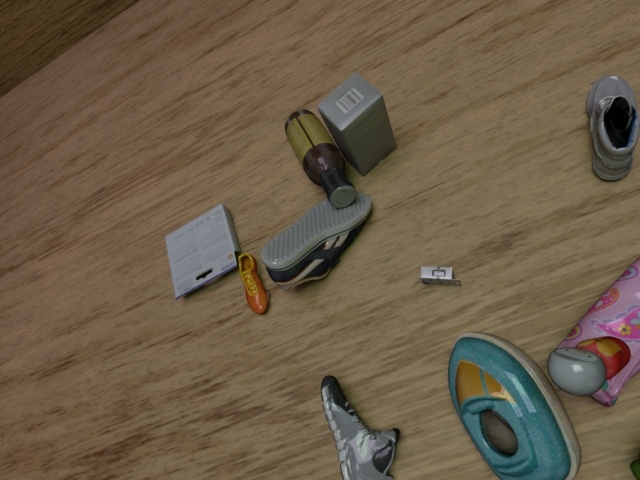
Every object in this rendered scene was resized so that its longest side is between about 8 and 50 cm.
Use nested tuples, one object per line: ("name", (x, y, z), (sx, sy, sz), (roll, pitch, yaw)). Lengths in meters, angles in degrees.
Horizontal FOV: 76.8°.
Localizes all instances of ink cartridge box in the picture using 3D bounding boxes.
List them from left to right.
("ink cartridge box", (-0.343, 0.035, 1.183), (0.223, 0.045, 0.224), (-27, 60, 12))
("ink cartridge box", (0.264, 0.078, 0.880), (0.083, 0.048, 0.028), (2, 69, 24))

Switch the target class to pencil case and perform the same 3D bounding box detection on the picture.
("pencil case", (0.529, 0.142, 0.685), (0.284, 0.124, 0.124), (-46, 57, 1))

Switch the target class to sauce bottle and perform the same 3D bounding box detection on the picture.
("sauce bottle", (-0.003, -0.219, 1.072), (0.111, 0.111, 0.345), (-31, 49, 10))

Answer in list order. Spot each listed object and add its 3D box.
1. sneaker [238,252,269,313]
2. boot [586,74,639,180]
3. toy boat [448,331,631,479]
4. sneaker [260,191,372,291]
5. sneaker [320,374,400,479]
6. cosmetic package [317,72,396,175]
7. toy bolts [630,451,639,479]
("sneaker", (-0.185, 0.114, 1.062), (0.064, 0.067, 0.175), (-29, 61, 9))
("boot", (0.606, -0.261, 0.824), (0.095, 0.123, 0.259), (0, 68, 25))
("toy boat", (0.325, 0.245, 0.645), (0.268, 0.148, 0.318), (63, 142, 30))
("sneaker", (0.000, 0.000, 1.004), (0.321, 0.128, 0.126), (-34, 45, -22))
("sneaker", (0.089, 0.376, 0.819), (0.132, 0.086, 0.229), (-21, 71, 10))
("cosmetic package", (0.098, -0.275, 0.997), (0.127, 0.238, 0.107), (-41, 68, 1))
("toy bolts", (0.602, 0.314, 0.552), (0.229, 0.158, 0.218), (-49, 57, -2))
